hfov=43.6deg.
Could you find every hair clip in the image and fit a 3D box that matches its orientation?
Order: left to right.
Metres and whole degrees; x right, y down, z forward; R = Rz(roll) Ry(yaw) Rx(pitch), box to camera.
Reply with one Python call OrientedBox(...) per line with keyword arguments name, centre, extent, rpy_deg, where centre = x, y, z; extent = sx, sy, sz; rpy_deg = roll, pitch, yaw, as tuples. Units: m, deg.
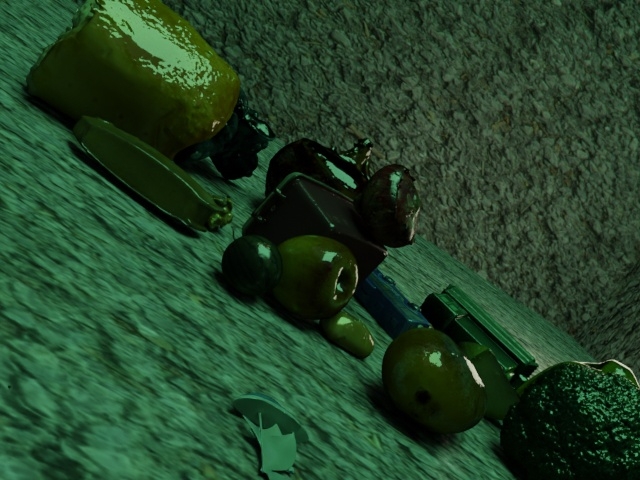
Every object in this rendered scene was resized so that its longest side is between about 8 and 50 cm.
OrientedBox(name="hair clip", centre=(-0.241, -0.269, 1.971), extent=(0.194, 0.206, 0.310), rpy_deg=(60, 17, 17))

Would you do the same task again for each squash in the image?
OrientedBox(name="squash", centre=(0.329, 0.313, 1.721), extent=(0.192, 0.085, 0.184), rpy_deg=(60, -21, -11))

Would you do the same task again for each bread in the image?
OrientedBox(name="bread", centre=(-0.359, -0.365, 1.683), extent=(0.394, 0.250, 0.361), rpy_deg=(34, 45, -13))
OrientedBox(name="bread", centre=(0.054, 0.169, 1.506), extent=(0.115, 0.056, 0.082), rpy_deg=(33, 13, -18))

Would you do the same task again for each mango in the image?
OrientedBox(name="mango", centre=(0.210, 0.251, 1.418), extent=(0.192, 0.146, 0.316), rpy_deg=(61, 14, 23))

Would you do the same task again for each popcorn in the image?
OrientedBox(name="popcorn", centre=(-0.215, -0.049, 1.608), extent=(0.084, 0.084, 0.084), rpy_deg=(35, 11, -8))

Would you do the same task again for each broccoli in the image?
OrientedBox(name="broccoli", centre=(0.492, 0.393, 1.534), extent=(0.297, 0.297, 0.297), rpy_deg=(46, -24, 39))

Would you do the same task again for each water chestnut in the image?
OrientedBox(name="water chestnut", centre=(0.027, -0.141, 2.057), extent=(0.350, 0.302, 0.350), rpy_deg=(38, 13, -11))

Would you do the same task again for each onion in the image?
OrientedBox(name="onion", centre=(0.142, -0.071, 1.713), extent=(0.147, 0.184, 0.184), rpy_deg=(1, -9, 31))

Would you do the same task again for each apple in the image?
OrientedBox(name="apple", centre=(-0.018, 0.060, 1.470), extent=(0.147, 0.146, 0.163), rpy_deg=(14, 32, 35))

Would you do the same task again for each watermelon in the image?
OrientedBox(name="watermelon", centre=(-0.124, 0.032, 1.384), extent=(0.133, 0.105, 0.105), rpy_deg=(57, 16, 13))

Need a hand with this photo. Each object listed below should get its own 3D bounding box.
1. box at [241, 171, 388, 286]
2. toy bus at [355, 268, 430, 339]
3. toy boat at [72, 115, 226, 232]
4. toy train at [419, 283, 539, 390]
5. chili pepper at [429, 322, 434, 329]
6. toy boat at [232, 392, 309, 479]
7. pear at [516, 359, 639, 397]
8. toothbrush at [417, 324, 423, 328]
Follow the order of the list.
OrientedBox(name="box", centre=(0.000, 0.000, 1.709), extent=(0.294, 0.193, 0.167), rpy_deg=(23, 23, -54))
OrientedBox(name="toy bus", centre=(0.154, 0.144, 1.851), extent=(0.094, 0.079, 0.236), rpy_deg=(24, 17, -45))
OrientedBox(name="toy boat", centre=(-0.326, -0.130, 1.507), extent=(0.321, 0.089, 0.121), rpy_deg=(35, 5, 0))
OrientedBox(name="toy train", centre=(0.359, 0.249, 1.938), extent=(0.330, 0.138, 0.178), rpy_deg=(45, 23, 26))
OrientedBox(name="chili pepper", centre=(0.265, 0.243, 1.859), extent=(0.191, 0.050, 0.059), rpy_deg=(53, 12, 16))
OrientedBox(name="toy boat", centre=(-0.049, 0.238, 0.970), extent=(0.105, 0.034, 0.149), rpy_deg=(25, 16, -39))
OrientedBox(name="pear", centre=(0.574, 0.361, 1.798), extent=(0.238, 0.255, 0.164), rpy_deg=(37, 12, 29))
OrientedBox(name="toothbrush", centre=(0.189, 0.233, 1.620), extent=(0.030, 0.030, 0.304), rpy_deg=(37, 19, 0))
